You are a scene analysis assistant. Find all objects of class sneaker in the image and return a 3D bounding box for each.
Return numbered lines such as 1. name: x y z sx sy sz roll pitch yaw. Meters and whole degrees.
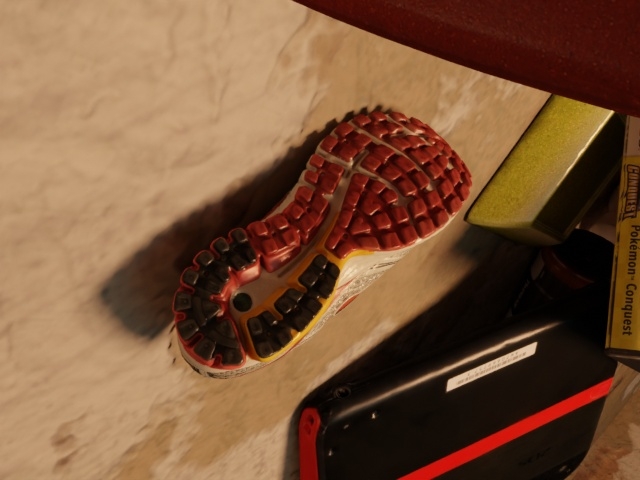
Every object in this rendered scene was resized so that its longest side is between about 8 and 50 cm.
1. sneaker: 0.000 0.000 0.495 0.225 0.088 0.093 -35 170 -24

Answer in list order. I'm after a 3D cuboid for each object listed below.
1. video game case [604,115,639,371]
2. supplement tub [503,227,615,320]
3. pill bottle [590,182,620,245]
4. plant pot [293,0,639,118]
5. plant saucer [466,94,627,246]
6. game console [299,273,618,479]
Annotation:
1. video game case: 0.329 0.003 0.789 0.275 0.035 0.248 24 72 -58
2. supplement tub: 0.278 0.088 0.960 0.106 0.106 0.198 -23 142 -40
3. pill bottle: 0.437 -0.052 0.999 0.216 0.121 0.121 -41 151 -16
4. plant pot: 0.172 -0.173 0.346 0.267 0.236 0.267 -11 134 -49
5. plant saucer: 0.238 -0.070 0.769 0.188 0.045 0.188 -55 152 12
6. game console: 0.155 0.211 0.879 0.386 0.060 0.342 -20 133 -20
